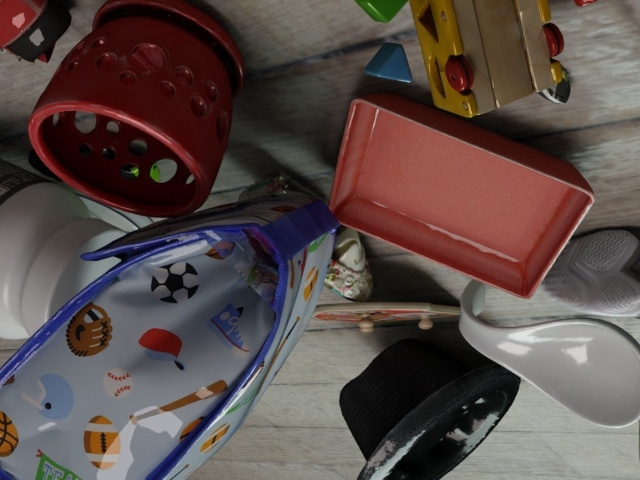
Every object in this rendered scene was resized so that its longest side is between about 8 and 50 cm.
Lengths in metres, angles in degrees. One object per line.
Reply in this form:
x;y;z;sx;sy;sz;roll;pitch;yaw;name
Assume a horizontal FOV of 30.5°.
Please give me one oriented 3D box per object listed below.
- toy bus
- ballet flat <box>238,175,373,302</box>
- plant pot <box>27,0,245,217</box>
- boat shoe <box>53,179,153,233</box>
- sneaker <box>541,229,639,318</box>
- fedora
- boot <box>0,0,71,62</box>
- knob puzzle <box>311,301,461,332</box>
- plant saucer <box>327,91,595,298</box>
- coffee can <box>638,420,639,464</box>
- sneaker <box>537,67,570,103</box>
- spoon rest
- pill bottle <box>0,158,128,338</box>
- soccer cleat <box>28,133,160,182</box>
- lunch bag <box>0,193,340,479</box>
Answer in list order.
0.119;-0.203;0.952;0.191;0.202;0.104;26;-176;-26;toy bus
0.000;0.000;1.448;0.077;0.091;0.241;-37;129;25;ballet flat
-0.175;-0.143;1.190;0.191;0.174;0.191;16;153;9;plant pot
-0.282;0.012;1.642;0.096;0.088;0.267;-2;146;37;boat shoe
0.383;0.065;1.280;0.268;0.101;0.153;-3;147;40;sneaker
0.132;0.238;1.671;0.152;0.334;0.334;49;163;24;fedora
-0.389;-0.237;1.265;0.244;0.088;0.176;-8;143;37;boot
0.068;0.104;1.549;0.213;0.030;0.213;0;171;0;knob puzzle
0.145;-0.053;1.267;0.259;0.048;0.258;23;153;5;plant saucer
0.530;0.218;1.352;0.275;0.202;0.201;3;148;30;coffee can
0.196;-0.154;1.086;0.083;0.031;0.035;35;163;-19;sneaker
0.266;0.128;1.380;0.276;0.084;0.137;26;129;40;spoon rest
-0.424;0.003;1.513;0.363;0.210;0.210;22;156;26;pill bottle
-0.286;-0.106;1.475;0.178;0.060;0.072;11;136;13;soccer cleat
-0.153;0.102;1.247;0.239;0.385;0.328;47;-167;2;lunch bag
